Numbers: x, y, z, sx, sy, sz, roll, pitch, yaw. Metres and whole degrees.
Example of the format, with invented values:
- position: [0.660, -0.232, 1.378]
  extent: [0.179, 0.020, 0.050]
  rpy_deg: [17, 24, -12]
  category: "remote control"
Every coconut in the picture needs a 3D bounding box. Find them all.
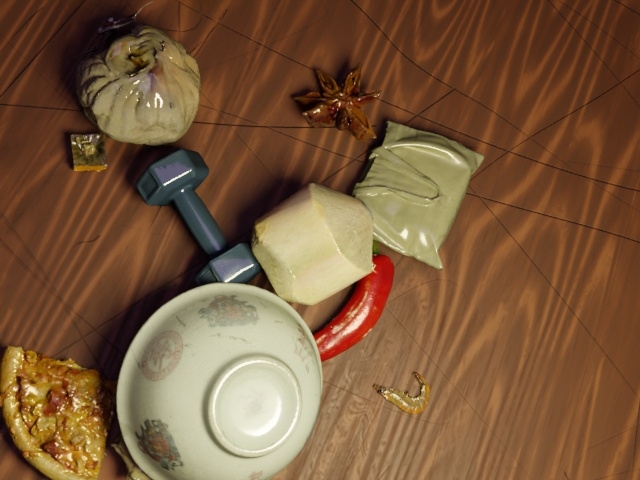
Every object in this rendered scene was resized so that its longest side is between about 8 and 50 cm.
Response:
- position: [0.000, 0.000, 1.639]
  extent: [0.244, 0.239, 0.239]
  rpy_deg: [-31, 83, 17]
  category: "coconut"

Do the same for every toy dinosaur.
- position: [-0.465, -0.476, 1.764]
  extent: [0.220, 0.108, 0.032]
  rpy_deg: [-40, 117, -4]
  category: "toy dinosaur"

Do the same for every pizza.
- position: [-0.509, 0.333, 1.570]
  extent: [0.226, 0.086, 0.336]
  rpy_deg: [-30, 82, -16]
  category: "pizza"

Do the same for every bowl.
- position: [-0.154, 0.299, 1.496]
  extent: [0.434, 0.196, 0.435]
  rpy_deg: [0, 90, -24]
  category: "bowl"

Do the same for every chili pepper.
- position: [0.066, 0.141, 1.724]
  extent: [0.137, 0.092, 0.368]
  rpy_deg: [30, 69, 14]
  category: "chili pepper"

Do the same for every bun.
- position: [-0.383, -0.336, 1.693]
  extent: [0.281, 0.205, 0.282]
  rpy_deg: [2, 78, -11]
  category: "bun"

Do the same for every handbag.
- position: [0.211, -0.116, 1.791]
  extent: [0.253, 0.109, 0.316]
  rpy_deg: [22, 71, 5]
  category: "handbag"

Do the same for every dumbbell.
- position: [-0.253, -0.034, 1.676]
  extent: [0.143, 0.156, 0.316]
  rpy_deg: [-35, 83, 14]
  category: "dumbbell"

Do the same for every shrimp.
- position: [0.180, 0.327, 1.729]
  extent: [0.127, 0.025, 0.091]
  rpy_deg: [21, 73, -10]
  category: "shrimp"

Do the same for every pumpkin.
- position: [-0.504, -0.194, 1.715]
  extent: [0.074, 0.054, 0.083]
  rpy_deg: [-6, 73, -17]
  category: "pumpkin"

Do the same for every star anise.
- position: [0.039, -0.310, 1.816]
  extent: [0.196, 0.111, 0.213]
  rpy_deg: [-5, 70, -17]
  category: "star anise"

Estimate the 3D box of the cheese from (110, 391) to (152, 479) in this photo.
- position: [-0.340, 0.366, 1.576]
  extent: [0.175, 0.091, 0.203]
  rpy_deg: [-24, 90, -20]
  category: "cheese"
